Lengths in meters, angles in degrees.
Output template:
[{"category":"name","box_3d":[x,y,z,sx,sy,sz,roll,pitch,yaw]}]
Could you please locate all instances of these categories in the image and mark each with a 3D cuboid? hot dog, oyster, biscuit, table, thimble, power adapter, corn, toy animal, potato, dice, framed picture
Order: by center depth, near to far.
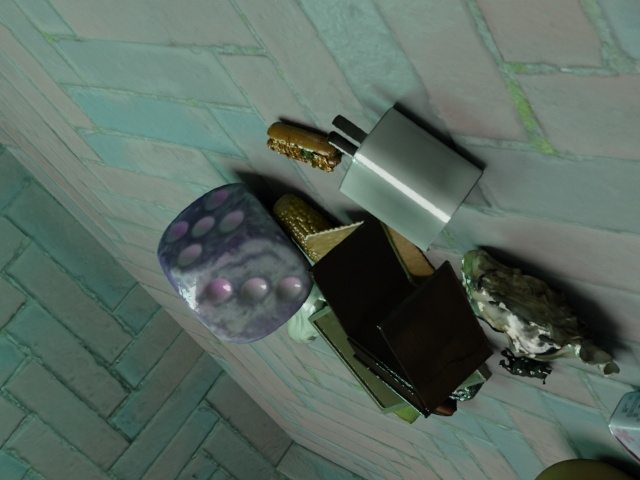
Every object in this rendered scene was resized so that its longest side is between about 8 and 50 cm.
[{"category":"power adapter","box_3d":[0.122,-0.118,1.488,0.255,0.124,0.187,36,158,5]},{"category":"oyster","box_3d":[0.394,0.143,1.632,0.351,0.115,0.238,40,169,8]},{"category":"hot dog","box_3d":[-0.036,-0.179,1.710,0.188,0.055,0.072,21,156,36]},{"category":"table","box_3d":[0.153,0.144,1.740,0.250,0.196,0.282,37,163,48]},{"category":"biscuit","box_3d":[0.111,0.043,1.888,0.236,0.013,0.232,-13,131,36]},{"category":"toy animal","box_3d":[0.444,0.272,1.911,0.065,0.047,0.135,41,159,-25]},{"category":"corn","box_3d":[0.000,0.000,1.987,0.261,0.097,0.097,43,159,-14]},{"category":"dice","box_3d":[-0.192,0.053,2.057,0.270,0.271,0.270,51,180,-35]},{"category":"framed picture","box_3d":[0.169,0.247,2.124,0.326,0.028,0.446,51,146,-3]},{"category":"thimble","box_3d":[0.325,0.319,2.143,0.135,0.090,0.118,30,154,22]},{"category":"potato","box_3d":[0.227,0.445,2.549,0.149,0.081,0.120,45,-174,5]}]

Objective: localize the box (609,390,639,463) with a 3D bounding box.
[{"category":"box","box_3d":[0.701,0.355,1.571,0.190,0.112,0.369,40,160,-11]}]

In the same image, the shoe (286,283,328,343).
[{"category":"shoe","box_3d":[-0.006,0.204,2.413,0.159,0.124,0.316,21,155,22]}]

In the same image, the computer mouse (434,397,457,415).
[{"category":"computer mouse","box_3d":[0.250,0.371,2.352,0.183,0.116,0.323,25,158,42]}]

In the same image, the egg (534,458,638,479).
[{"category":"egg","box_3d":[0.650,0.678,2.078,0.374,0.301,0.301,35,160,4]}]
